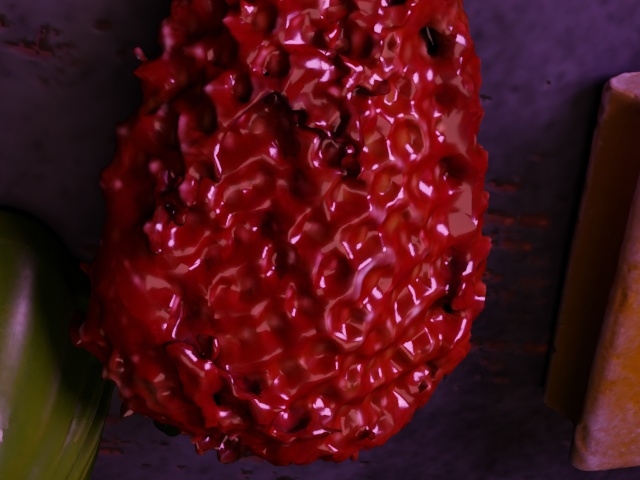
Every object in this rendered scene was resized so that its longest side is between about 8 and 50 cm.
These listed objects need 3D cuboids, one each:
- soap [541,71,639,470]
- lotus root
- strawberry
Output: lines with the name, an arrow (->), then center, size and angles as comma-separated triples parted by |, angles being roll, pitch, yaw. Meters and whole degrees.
soap -> 0.205, 0.019, 0.530 | 0.140, 0.073, 0.232 | -5, 130, -5
lotus root -> -0.174, 0.100, 0.436 | 0.186, 0.186, 0.186 | -7, 130, -9
strawberry -> 0.000, 0.000, 0.414 | 0.188, 0.106, 0.286 | -14, 129, -30
